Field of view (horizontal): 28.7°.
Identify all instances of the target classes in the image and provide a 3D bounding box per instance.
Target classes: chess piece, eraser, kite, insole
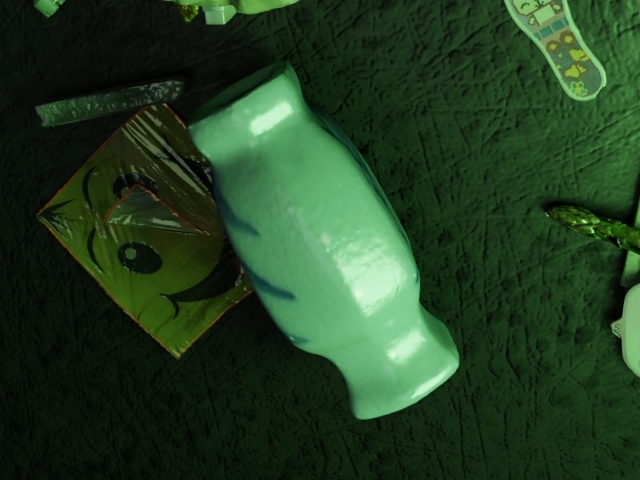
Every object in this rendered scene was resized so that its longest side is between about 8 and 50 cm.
[{"bbox_3d":[-0.350,-0.315,1.488,0.067,0.067,0.103,-37,111,28],"label":"chess piece"},{"bbox_3d":[-0.120,-0.313,1.432,0.029,0.052,0.122,3,118,15],"label":"eraser"},{"bbox_3d":[-0.222,-0.012,1.636,0.328,0.013,0.377,8,117,11],"label":"kite"},{"bbox_3d":[0.257,-0.240,1.399,0.065,0.004,0.197,-26,107,25],"label":"insole"}]

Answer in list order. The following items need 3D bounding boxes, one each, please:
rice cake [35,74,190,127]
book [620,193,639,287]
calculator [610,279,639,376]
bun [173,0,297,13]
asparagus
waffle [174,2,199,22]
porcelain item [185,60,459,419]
[{"bbox_3d":[-0.256,-0.174,1.544,0.207,0.047,0.036,-8,115,20],"label":"rice cake"},{"bbox_3d":[0.489,-0.070,1.409,0.239,0.035,0.352,11,120,11],"label":"book"},{"bbox_3d":[0.494,0.115,1.479,0.294,0.043,0.194,7,135,18],"label":"calculator"},{"bbox_3d":[-0.111,-0.378,1.216,0.360,0.211,0.359,2,134,2],"label":"bun"},{"bbox_3d":[0.338,-0.010,1.464,0.165,0.030,0.036,21,151,24],"label":"asparagus"},{"bbox_3d":[-0.160,-0.296,1.443,0.016,0.085,0.078,-17,145,-24],"label":"waffle"},{"bbox_3d":[0.000,0.000,1.459,0.179,0.242,0.405,-30,104,7],"label":"porcelain item"}]
